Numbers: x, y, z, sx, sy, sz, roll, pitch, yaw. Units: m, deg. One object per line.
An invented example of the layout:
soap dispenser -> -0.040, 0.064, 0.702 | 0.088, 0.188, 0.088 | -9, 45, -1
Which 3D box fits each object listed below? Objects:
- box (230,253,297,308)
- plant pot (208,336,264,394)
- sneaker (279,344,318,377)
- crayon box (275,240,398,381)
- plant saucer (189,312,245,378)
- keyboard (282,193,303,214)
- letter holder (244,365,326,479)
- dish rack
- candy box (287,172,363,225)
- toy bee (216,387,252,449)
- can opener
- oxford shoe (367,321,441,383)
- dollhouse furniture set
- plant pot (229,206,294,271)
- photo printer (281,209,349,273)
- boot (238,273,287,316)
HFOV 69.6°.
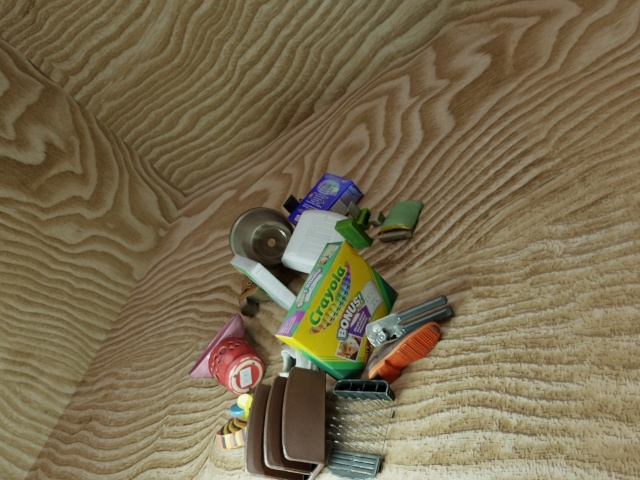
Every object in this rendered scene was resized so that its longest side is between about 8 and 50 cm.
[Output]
box -> -0.214, 0.190, 1.928 | 0.058, 0.322, 0.232 | -51, 29, -15
plant pot -> -0.325, 0.502, 1.830 | 0.174, 0.191, 0.191 | 19, 68, 49
sneaker -> -0.051, 0.385, 1.653 | 0.114, 0.152, 0.305 | -20, 37, 41
crayon box -> 0.068, 0.238, 1.517 | 0.106, 0.313, 0.363 | -3, 50, 50
plant saucer -> -0.440, 0.474, 2.019 | 0.332, 0.084, 0.332 | -49, 6, 7
keyboard -> -0.109, -0.166, 2.377 | 0.023, 0.180, 0.108 | 23, 72, 49
letter holder -> -0.107, 0.550, 1.409 | 0.302, 0.214, 0.152 | -88, 18, -51
dish rack -> 0.105, 0.545, 1.335 | 0.208, 0.074, 0.271 | -16, 41, 43
candy box -> 0.018, -0.166, 2.276 | 0.317, 0.122, 0.268 | -48, 31, -7
toy bee -> -0.235, 0.607, 1.608 | 0.162, 0.195, 0.298 | -7, 30, 14
can opener -> 0.279, 0.256, 1.466 | 0.283, 0.095, 0.076 | -25, 73, 13
oxford shoe -> 0.245, 0.327, 1.408 | 0.271, 0.097, 0.098 | -40, 24, 10
dollhouse furniture set -> 0.239, -0.102, 1.884 | 0.301, 0.151, 0.197 | -12, 44, 45
plant pot -> -0.252, 0.001, 2.143 | 0.323, 0.323, 0.280 | -51, 14, -9
photo printer -> 0.000, 0.000, 2.005 | 0.256, 0.107, 0.307 | 12, 55, 14
boot -> -0.284, 0.219, 2.226 | 0.283, 0.109, 0.220 | -46, 25, 14
